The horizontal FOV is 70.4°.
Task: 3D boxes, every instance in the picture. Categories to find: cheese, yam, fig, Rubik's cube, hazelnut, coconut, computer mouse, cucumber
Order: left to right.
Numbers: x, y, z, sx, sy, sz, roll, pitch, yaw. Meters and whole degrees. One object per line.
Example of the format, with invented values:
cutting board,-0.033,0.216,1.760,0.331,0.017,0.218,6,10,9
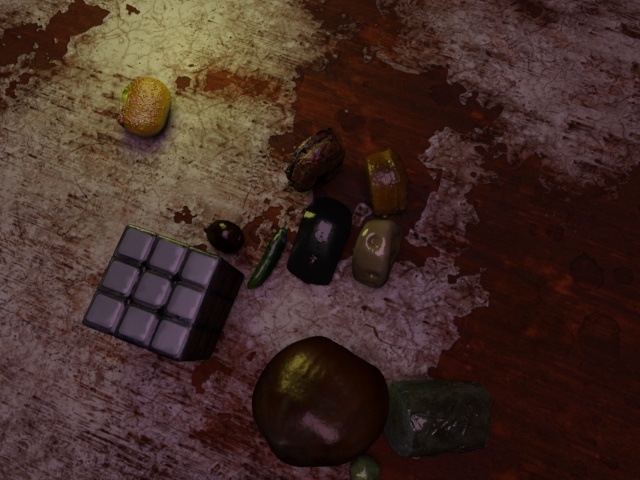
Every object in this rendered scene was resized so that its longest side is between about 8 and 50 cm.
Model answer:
Rubik's cube,-0.440,0.163,1.334,0.301,0.305,0.304,20,77,6
fig,-0.325,-0.017,1.483,0.155,0.103,0.109,8,119,35
cucumber,-0.163,0.053,1.477,0.056,0.056,0.250,26,82,8
computer mouse,0.000,-0.002,1.467,0.168,0.087,0.295,18,80,3
hazelnut,0.004,0.442,1.232,0.366,0.366,0.366,0,77,2
coconut,0.124,0.670,1.306,0.088,0.088,0.096,35,75,10
cheese,0.176,0.031,1.398,0.117,0.235,0.218,18,37,16
yam,0.339,0.505,1.280,0.271,0.201,0.202,-3,115,-12

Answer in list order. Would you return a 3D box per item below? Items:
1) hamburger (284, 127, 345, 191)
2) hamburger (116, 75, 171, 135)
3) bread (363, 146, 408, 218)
hamburger,-0.013,-0.255,1.459,0.231,0.231,0.107,-41,80,-7
hamburger,-0.616,-0.466,1.586,0.173,0.116,0.210,14,78,3
bread,0.212,-0.198,1.487,0.143,0.139,0.229,-12,75,7
